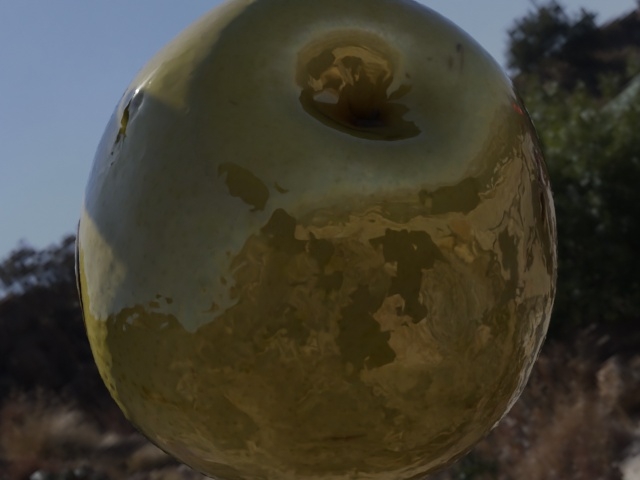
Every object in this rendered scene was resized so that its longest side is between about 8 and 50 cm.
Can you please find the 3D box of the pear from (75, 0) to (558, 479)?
[{"bbox_3d":[0.000,0.000,0.810,0.309,0.309,0.309,-36,-6,-4],"label":"pear"}]
